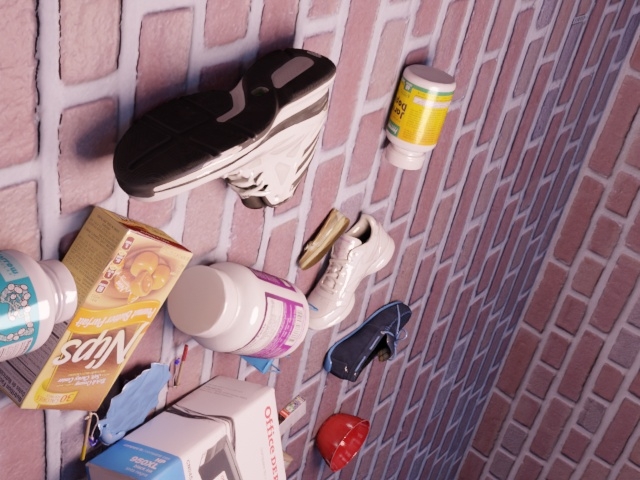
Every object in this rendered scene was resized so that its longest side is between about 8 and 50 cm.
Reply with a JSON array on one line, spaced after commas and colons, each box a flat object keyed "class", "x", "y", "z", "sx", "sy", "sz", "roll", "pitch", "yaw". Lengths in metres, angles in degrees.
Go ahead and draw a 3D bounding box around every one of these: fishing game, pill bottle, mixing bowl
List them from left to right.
[{"class": "pill bottle", "x": -0.453, "y": 0.094, "z": 1.092, "sx": 0.264, "sy": 0.146, "sz": 0.146, "roll": -18, "pitch": 133, "yaw": -52}, {"class": "fishing game", "x": -0.356, "y": 0.302, "z": 1.587, "sx": 0.264, "sy": 0.041, "sz": 0.189, "roll": -37, "pitch": 155, "yaw": -43}, {"class": "pill bottle", "x": -0.155, "y": 0.133, "z": 1.593, "sx": 0.169, "sy": 0.169, "sz": 0.301, "roll": -59, "pitch": 152, "yaw": 3}, {"class": "mixing bowl", "x": 0.053, "y": 0.578, "z": 2.472, "sx": 0.181, "sy": 0.098, "sz": 0.181, "roll": -38, "pitch": 147, "yaw": -30}, {"class": "pill bottle", "x": 0.210, "y": -0.265, "z": 1.823, "sx": 0.117, "sy": 0.117, "sz": 0.208, "roll": -23, "pitch": 137, "yaw": -48}]

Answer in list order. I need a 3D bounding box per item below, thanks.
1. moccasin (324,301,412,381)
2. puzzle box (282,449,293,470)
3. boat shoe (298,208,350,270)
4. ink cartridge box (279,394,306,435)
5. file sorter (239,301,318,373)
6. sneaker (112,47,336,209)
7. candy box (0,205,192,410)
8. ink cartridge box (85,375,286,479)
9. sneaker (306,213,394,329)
[{"class": "moccasin", "x": 0.153, "y": 0.294, "z": 2.315, "sx": 0.342, "sy": 0.116, "sz": 0.138, "roll": -35, "pitch": 146, "yaw": -36}, {"class": "puzzle box", "x": -0.251, "y": 0.712, "z": 2.170, "sx": 0.409, "sy": 0.052, "sz": 0.272, "roll": -57, "pitch": 152, "yaw": -1}, {"class": "boat shoe", "x": 0.000, "y": -0.001, "z": 1.849, "sx": 0.153, "sy": 0.048, "sz": 0.056, "roll": -50, "pitch": 165, "yaw": 0}, {"class": "ink cartridge box", "x": -0.086, "y": 0.464, "z": 2.203, "sx": 0.115, "sy": 0.029, "sz": 0.063, "roll": -37, "pitch": 147, "yaw": -31}, {"class": "file sorter", "x": -0.100, "y": 0.183, "z": 1.792, "sx": 0.170, "sy": 0.118, "sz": 0.104, "roll": -58, "pitch": 156, "yaw": 2}, {"class": "sneaker", "x": -0.134, "y": -0.116, "z": 1.363, "sx": 0.447, "sy": 0.169, "sz": 0.258, "roll": -37, "pitch": 145, "yaw": -38}, {"class": "candy box", "x": -0.357, "y": 0.116, "z": 1.332, "sx": 0.316, "sy": 0.087, "sz": 0.183, "roll": -59, "pitch": 153, "yaw": 2}, {"class": "ink cartridge box", "x": -0.249, "y": 0.487, "z": 1.680, "sx": 0.395, "sy": 0.166, "sz": 0.286, "roll": -29, "pitch": 119, "yaw": -53}, {"class": "sneaker", "x": 0.044, "y": 0.067, "z": 1.942, "sx": 0.305, "sy": 0.114, "sz": 0.152, "roll": -52, "pitch": 139, "yaw": -19}]
